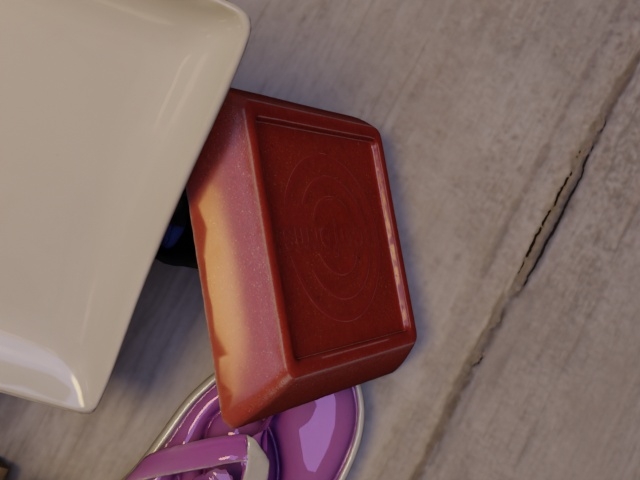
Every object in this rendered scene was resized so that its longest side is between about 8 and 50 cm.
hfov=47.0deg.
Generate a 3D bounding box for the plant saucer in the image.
[{"bbox_3d":[0.000,0.000,0.616,0.047,0.258,0.259,-12,84,33],"label":"plant saucer"}]

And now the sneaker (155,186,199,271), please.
[{"bbox_3d":[-0.150,-0.059,0.639,0.315,0.182,0.127,29,81,-1],"label":"sneaker"}]

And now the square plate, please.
[{"bbox_3d":[-0.266,-0.064,0.494,0.344,0.049,0.347,21,114,-14],"label":"square plate"}]

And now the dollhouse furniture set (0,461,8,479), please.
[{"bbox_3d":[-0.313,0.269,0.543,0.242,0.212,0.161,22,83,32],"label":"dollhouse furniture set"}]

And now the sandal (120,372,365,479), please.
[{"bbox_3d":[-0.121,0.254,0.648,0.416,0.102,0.169,-42,88,-5],"label":"sandal"}]
